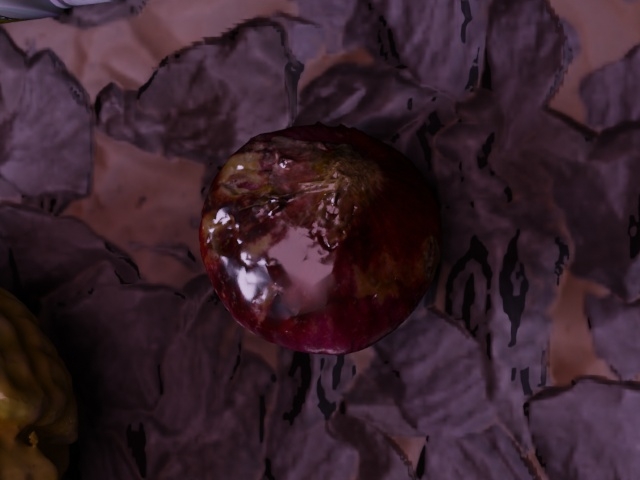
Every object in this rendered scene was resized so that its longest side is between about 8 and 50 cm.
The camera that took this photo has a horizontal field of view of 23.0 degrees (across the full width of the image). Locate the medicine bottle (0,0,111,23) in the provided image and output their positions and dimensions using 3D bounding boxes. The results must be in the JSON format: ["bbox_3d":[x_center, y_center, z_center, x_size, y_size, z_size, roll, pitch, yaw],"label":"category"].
[{"bbox_3d":[-0.154,-0.133,0.752,0.118,0.074,0.055,-5,90,19],"label":"medicine bottle"}]

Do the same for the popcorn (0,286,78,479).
[{"bbox_3d":[-0.221,0.094,0.734,0.218,0.169,0.189,-28,82,15],"label":"popcorn"}]

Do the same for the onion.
[{"bbox_3d":[0.000,0.000,0.696,0.107,0.097,0.107,-1,68,1],"label":"onion"}]
